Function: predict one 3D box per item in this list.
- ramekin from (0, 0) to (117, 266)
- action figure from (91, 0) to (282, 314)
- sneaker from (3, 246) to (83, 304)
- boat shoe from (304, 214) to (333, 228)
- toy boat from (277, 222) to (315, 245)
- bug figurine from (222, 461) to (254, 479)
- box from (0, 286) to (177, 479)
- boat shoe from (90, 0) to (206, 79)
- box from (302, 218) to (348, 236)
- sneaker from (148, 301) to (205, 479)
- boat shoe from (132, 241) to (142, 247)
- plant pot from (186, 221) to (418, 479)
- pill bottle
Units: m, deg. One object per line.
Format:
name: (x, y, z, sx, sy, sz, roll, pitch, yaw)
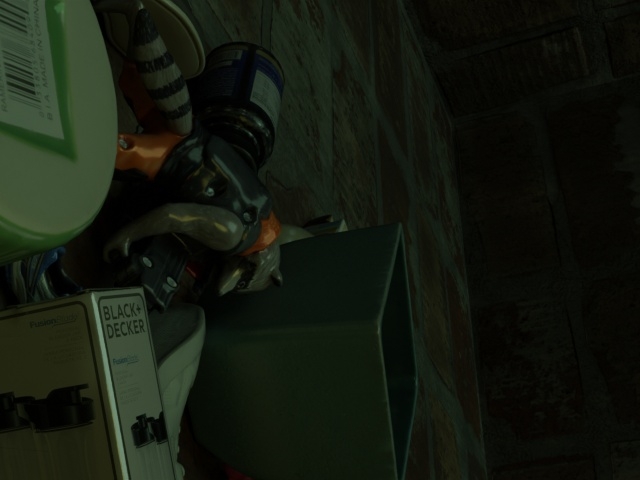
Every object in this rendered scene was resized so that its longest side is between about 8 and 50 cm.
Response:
ramekin: (-0.267, -0.114, 0.680, 0.303, 0.148, 0.303, -12, 90, -73)
action figure: (-0.149, -0.049, 0.996, 0.330, 0.178, 0.341, 51, 26, -31)
sneaker: (-0.241, 0.063, 0.891, 0.052, 0.058, 0.135, -58, 142, -67)
boat shoe: (0.000, 0.000, 1.718, 0.170, 0.063, 0.059, -49, 121, -71)
toy boat: (-0.042, 0.132, 1.399, 0.267, 0.148, 0.318, 1, 70, -78)
bug figurine: (-0.018, 0.307, 1.237, 0.216, 0.072, 0.279, 33, 24, 3)
box: (-0.200, 0.190, 0.760, 0.087, 0.169, 0.290, -1, 78, -73)
boat shoe: (-0.225, -0.305, 1.126, 0.335, 0.112, 0.095, 44, 41, -55)
box: (0.010, 0.083, 1.606, 0.103, 0.114, 0.203, -68, 142, -62)
sneaker: (-0.176, 0.187, 0.990, 0.292, 0.108, 0.169, -70, 158, -66)
boat shoe: (-0.193, -0.007, 1.141, 0.049, 0.042, 0.133, 58, 27, -51)
plant pot: (-0.027, 0.142, 1.176, 0.248, 0.252, 0.247, -70, 156, -61)
pill bottle: (-0.119, -0.165, 1.349, 0.219, 0.122, 0.123, -83, 155, -46)
